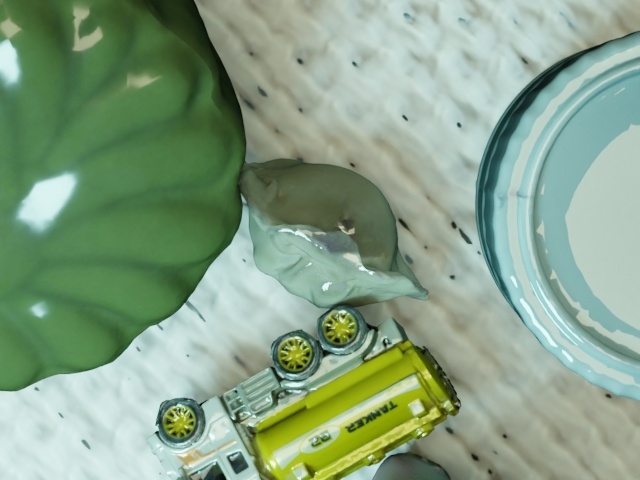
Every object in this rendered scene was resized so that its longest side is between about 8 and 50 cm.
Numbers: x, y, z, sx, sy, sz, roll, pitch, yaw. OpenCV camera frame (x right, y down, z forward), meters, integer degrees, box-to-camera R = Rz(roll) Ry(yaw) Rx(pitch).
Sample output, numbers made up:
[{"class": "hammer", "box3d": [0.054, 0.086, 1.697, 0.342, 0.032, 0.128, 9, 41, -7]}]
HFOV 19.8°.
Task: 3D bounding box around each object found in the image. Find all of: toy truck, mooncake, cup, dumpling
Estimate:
[{"class": "toy truck", "box3d": [-0.013, 0.138, 1.406, 0.227, 0.098, 0.114, -30, 72, 5]}, {"class": "mooncake", "box3d": [-0.220, -0.057, 1.325, 0.351, 0.187, 0.351, -8, 121, -13]}, {"class": "cup", "box3d": [0.266, 0.000, 1.283, 0.331, 0.311, 0.257, 36, 95, 3]}, {"class": "dumpling", "box3d": [0.000, 0.000, 1.400, 0.188, 0.127, 0.108, 37, 106, 3]}]

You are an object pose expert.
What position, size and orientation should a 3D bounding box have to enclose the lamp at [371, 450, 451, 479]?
[{"class": "lamp", "box3d": [0.082, 0.283, 1.314, 0.247, 0.301, 0.247, 24, 94, 5]}]
